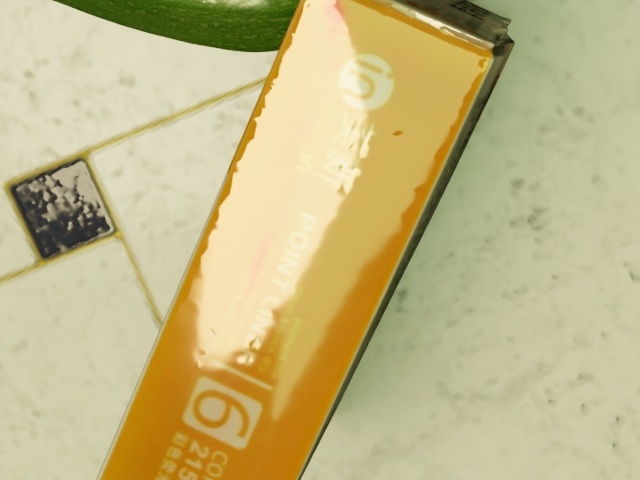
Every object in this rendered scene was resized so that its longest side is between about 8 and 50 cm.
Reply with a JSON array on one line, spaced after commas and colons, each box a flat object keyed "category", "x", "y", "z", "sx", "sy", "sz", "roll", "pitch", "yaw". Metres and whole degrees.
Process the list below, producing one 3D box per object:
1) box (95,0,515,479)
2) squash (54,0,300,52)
[{"category": "box", "x": 0.000, "y": 0.000, "z": 0.660, "sx": 0.091, "sy": 0.221, "sz": 0.274, "roll": 26, "pitch": 103, "yaw": 3}, {"category": "squash", "x": -0.096, "y": -0.150, "z": 0.700, "sx": 0.219, "sy": 0.068, "sz": 0.077, "roll": 18, "pitch": 149, "yaw": 2}]
